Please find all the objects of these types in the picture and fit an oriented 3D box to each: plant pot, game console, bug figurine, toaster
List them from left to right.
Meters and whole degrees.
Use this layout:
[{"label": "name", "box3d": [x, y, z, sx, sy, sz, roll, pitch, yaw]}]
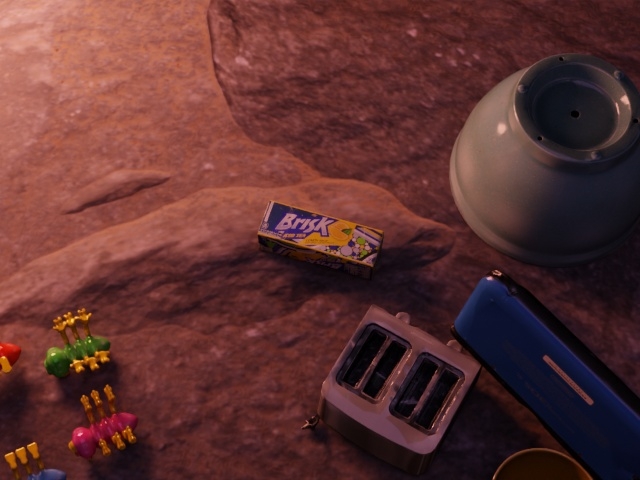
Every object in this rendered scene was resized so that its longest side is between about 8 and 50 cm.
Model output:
[{"label": "bug figurine", "box3d": [-0.354, 0.217, 1.288, 0.216, 0.072, 0.279, -19, 61, -17]}, {"label": "toaster", "box3d": [0.094, 0.193, 1.285, 0.168, 0.110, 0.185, 29, 67, 13]}, {"label": "plant pot", "box3d": [0.264, 0.332, 1.224, 0.134, 0.095, 0.134, 1, 60, -2]}, {"label": "plant pot", "box3d": [0.336, -0.135, 1.400, 0.293, 0.196, 0.293, 0, 64, 0]}, {"label": "game console", "box3d": [0.321, 0.146, 1.216, 0.173, 0.250, 0.293, -38, 74, -24]}]

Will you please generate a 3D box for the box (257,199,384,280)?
[{"label": "box", "box3d": [0.000, 0.000, 1.407, 0.169, 0.054, 0.059, 16, 65, 6]}]
